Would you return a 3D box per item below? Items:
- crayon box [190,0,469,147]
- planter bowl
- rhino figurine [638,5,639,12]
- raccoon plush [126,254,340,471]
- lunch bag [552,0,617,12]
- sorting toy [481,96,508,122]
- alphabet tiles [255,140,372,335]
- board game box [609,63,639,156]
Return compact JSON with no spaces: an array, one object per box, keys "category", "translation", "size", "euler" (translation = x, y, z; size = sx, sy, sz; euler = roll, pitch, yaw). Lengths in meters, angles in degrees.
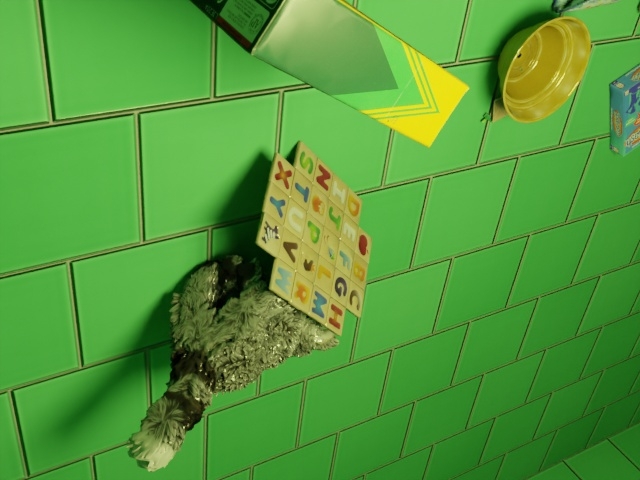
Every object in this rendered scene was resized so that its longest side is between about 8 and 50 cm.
[{"category":"crayon box","translation":[-0.029,-0.289,0.981],"size":[0.313,0.363,0.106],"euler":[20,111,-44]},{"category":"planter bowl","translation":[0.413,-0.346,1.466],"size":[0.217,0.090,0.217],"euler":[-20,133,-23]},{"category":"rhino figurine","translation":[0.729,-0.578,1.525],"size":[0.106,0.073,0.243],"euler":[-18,132,-19]},{"category":"raccoon plush","translation":[-0.160,0.235,1.398],"size":[0.446,0.216,0.299],"euler":[-52,141,-12]},{"category":"lunch bag","translation":[0.532,-0.491,1.430],"size":[0.128,0.096,0.151],"euler":[-16,165,-26]},{"category":"sorting toy","translation":[0.366,-0.272,1.550],"size":[0.083,0.012,0.062],"euler":[-27,141,-21]},{"category":"alphabet tiles","translation":[0.000,0.000,1.360],"size":[0.342,0.011,0.285],"euler":[40,52,-48]},{"category":"board game box","translation":[0.759,-0.321,1.777],"size":[0.160,0.047,0.210],"euler":[-35,138,-8]}]
